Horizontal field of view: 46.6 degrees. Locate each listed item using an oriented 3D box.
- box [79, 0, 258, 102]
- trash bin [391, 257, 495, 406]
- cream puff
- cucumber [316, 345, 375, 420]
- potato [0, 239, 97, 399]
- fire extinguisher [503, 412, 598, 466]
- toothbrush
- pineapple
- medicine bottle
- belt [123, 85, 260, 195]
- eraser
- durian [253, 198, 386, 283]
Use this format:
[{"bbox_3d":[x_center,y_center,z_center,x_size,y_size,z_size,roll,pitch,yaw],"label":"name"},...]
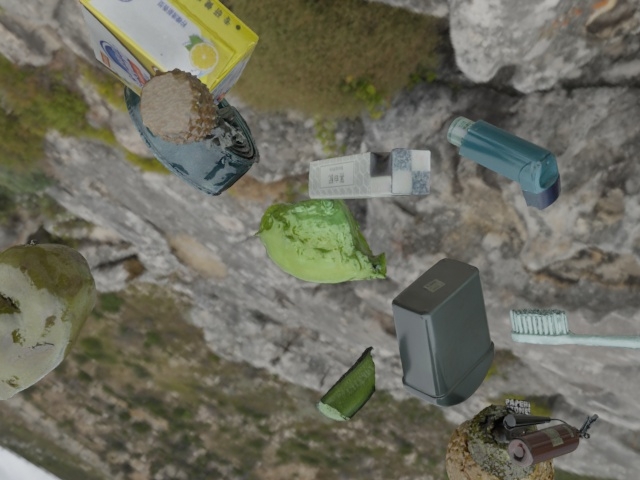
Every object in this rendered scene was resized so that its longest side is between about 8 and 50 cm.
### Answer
[{"bbox_3d":[-0.181,-0.227,0.882,0.168,0.097,0.265,40,171,-11],"label":"box"},{"bbox_3d":[0.216,0.170,1.293,0.101,0.177,0.236,20,134,44],"label":"trash bin"},{"bbox_3d":[0.302,0.338,1.232,0.184,0.183,0.168,21,138,28],"label":"cream puff"},{"bbox_3d":[0.061,0.279,1.401,0.070,0.220,0.046,51,126,3],"label":"cucumber"},{"bbox_3d":[-0.584,0.162,1.457,0.218,0.350,0.202,31,180,-3],"label":"potato"},{"bbox_3d":[0.186,0.161,0.621,0.100,0.032,0.046,-1,-172,-41],"label":"fire extinguisher"},{"bbox_3d":[0.183,0.044,0.338,0.220,0.016,0.019,-2,104,47],"label":"toothbrush"},{"bbox_3d":[-0.090,-0.097,0.586,0.058,0.058,0.124,26,-171,18],"label":"pineapple"},{"bbox_3d":[0.383,-0.172,1.552,0.258,0.079,0.124,35,155,32],"label":"medicine bottle"},{"bbox_3d":[-0.214,-0.193,1.194,0.206,0.116,0.267,22,-148,-56],"label":"belt"},{"bbox_3d":[0.096,-0.139,1.623,0.098,0.096,0.404,0,-177,-24],"label":"eraser"},{"bbox_3d":[0.000,0.000,2.008,0.340,0.204,0.255,-9,107,11],"label":"durian"}]
